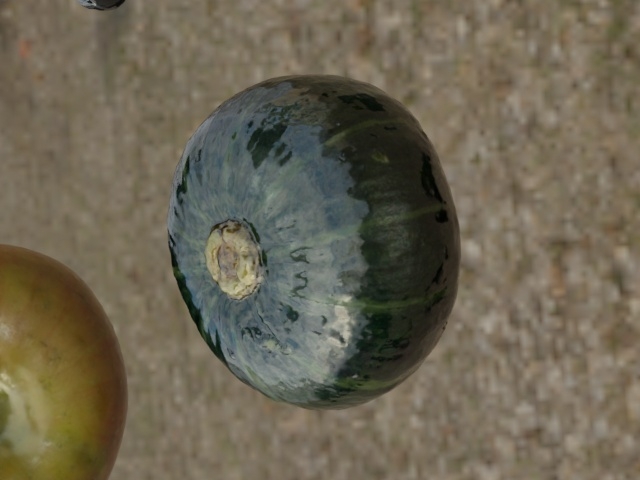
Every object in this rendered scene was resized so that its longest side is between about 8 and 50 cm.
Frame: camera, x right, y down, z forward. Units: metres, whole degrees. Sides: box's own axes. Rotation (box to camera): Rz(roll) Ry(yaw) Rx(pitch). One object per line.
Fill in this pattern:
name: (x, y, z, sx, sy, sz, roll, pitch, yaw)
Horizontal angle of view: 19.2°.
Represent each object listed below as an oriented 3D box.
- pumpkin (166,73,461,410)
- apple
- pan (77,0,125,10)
pumpkin: (-0.003, 0.000, 0.931, 0.167, 0.125, 0.167, 8, 106, 32)
apple: (-0.236, 0.117, 1.237, 0.210, 0.235, 0.173, 52, 161, -11)
pan: (-0.115, -0.222, 0.881, 0.028, 0.136, 0.235, -10, 83, 62)
